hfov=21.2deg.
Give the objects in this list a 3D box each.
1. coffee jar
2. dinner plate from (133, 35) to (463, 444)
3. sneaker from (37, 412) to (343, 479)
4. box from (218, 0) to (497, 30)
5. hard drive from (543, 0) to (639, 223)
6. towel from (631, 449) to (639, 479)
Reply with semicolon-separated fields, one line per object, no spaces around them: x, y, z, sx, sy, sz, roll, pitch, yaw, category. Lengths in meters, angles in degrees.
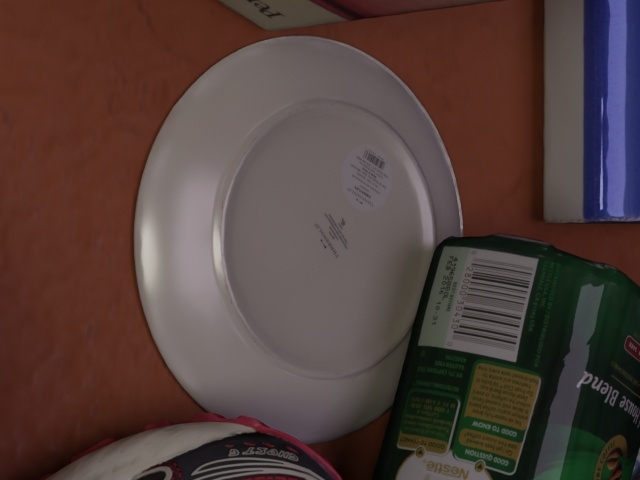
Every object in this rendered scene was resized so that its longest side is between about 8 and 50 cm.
0.057;0.097;0.582;0.096;0.079;0.184;38;67;-58;coffee jar
0.000;0.000;0.585;0.141;0.017;0.141;0;89;-39;dinner plate
-0.080;0.177;0.466;0.299;0.112;0.121;-52;119;-26;sneaker
0.023;-0.151;0.464;0.149;0.232;0.126;30;73;-33;box
0.176;-0.166;0.702;0.210;0.040;0.318;0;90;-38;hard drive
0.231;0.199;0.748;0.243;0.040;0.336;-48;117;-28;towel
